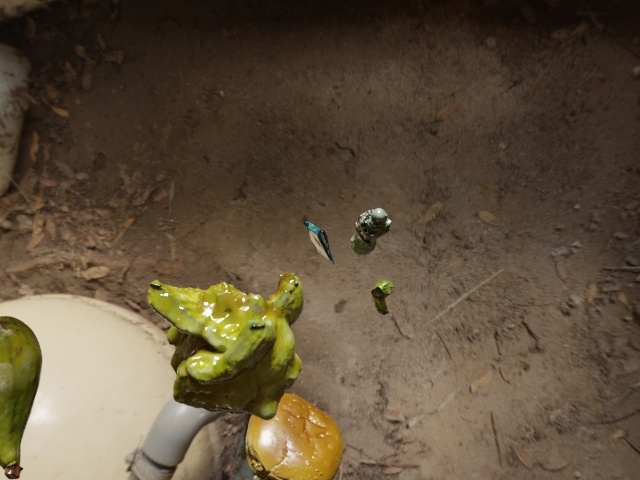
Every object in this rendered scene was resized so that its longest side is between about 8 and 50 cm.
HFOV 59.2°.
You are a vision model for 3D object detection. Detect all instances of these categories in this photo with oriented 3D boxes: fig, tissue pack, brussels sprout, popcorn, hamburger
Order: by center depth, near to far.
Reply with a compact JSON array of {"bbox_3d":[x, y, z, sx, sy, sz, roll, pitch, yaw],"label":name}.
[{"bbox_3d":[-0.381,0.175,0.674,0.185,0.133,0.126,38,90,14],"label":"fig"},{"bbox_3d":[-0.176,0.215,1.125,0.321,0.326,0.290,-1,88,-30],"label":"popcorn"},{"bbox_3d":[0.000,0.000,1.291,0.028,0.138,0.085,-26,109,-8],"label":"tissue pack"},{"bbox_3d":[0.143,0.132,1.314,0.051,0.046,0.083,20,111,31],"label":"brussels sprout"},{"bbox_3d":[-0.080,0.592,1.626,0.290,0.314,0.170,28,116,0],"label":"hamburger"}]

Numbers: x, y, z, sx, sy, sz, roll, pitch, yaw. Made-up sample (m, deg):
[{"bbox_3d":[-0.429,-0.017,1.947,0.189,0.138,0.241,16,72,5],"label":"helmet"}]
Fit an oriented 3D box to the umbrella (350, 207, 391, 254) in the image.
[{"bbox_3d":[0.097,-0.017,1.111,0.067,0.143,0.062,7,57,-12],"label":"umbrella"}]
